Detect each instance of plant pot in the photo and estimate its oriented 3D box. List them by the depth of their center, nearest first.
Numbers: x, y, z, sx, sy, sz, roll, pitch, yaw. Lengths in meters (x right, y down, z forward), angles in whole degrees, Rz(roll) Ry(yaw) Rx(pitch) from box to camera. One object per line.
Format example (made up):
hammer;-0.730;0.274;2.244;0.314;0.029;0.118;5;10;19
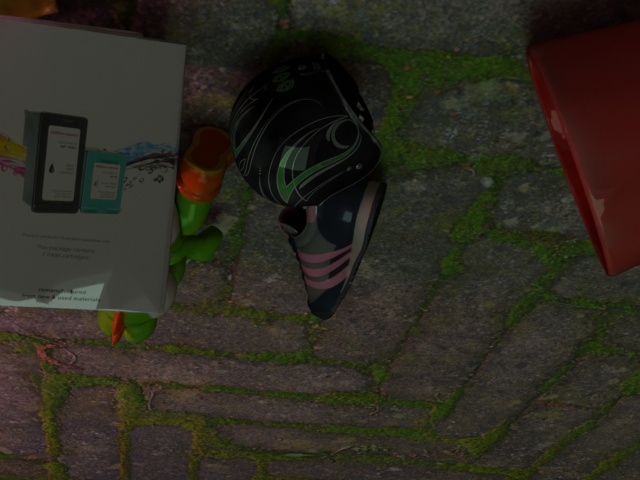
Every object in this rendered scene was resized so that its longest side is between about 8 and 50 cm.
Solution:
plant pot;0.378;-0.125;0.954;0.243;0.274;0.275;-21;143;13

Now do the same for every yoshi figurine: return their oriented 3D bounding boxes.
yoshi figurine;-0.234;-0.019;1.230;0.203;0.203;0.362;-25;150;-42

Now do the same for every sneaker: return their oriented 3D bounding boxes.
sneaker;0.000;0.000;1.289;0.131;0.112;0.319;20;143;1

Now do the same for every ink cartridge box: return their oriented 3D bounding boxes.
ink cartridge box;-0.259;-0.078;0.931;0.197;0.269;0.198;5;-175;-18

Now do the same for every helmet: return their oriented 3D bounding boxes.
helmet;-0.026;-0.120;1.031;0.162;0.169;0.169;-31;138;16

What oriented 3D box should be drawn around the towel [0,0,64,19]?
towel;-0.403;-0.248;0.967;0.237;0.021;0.102;-13;145;20
